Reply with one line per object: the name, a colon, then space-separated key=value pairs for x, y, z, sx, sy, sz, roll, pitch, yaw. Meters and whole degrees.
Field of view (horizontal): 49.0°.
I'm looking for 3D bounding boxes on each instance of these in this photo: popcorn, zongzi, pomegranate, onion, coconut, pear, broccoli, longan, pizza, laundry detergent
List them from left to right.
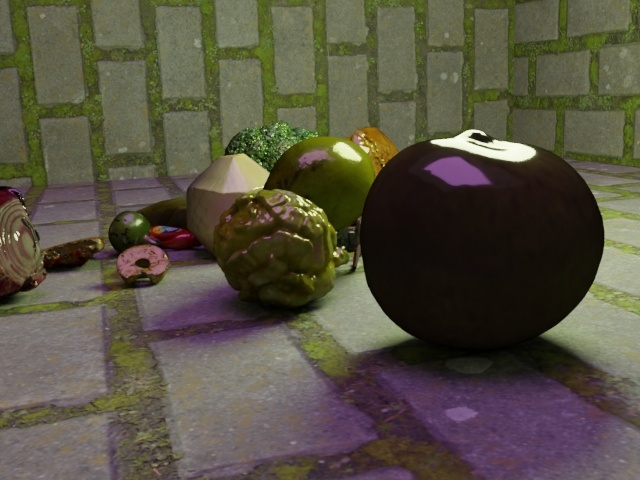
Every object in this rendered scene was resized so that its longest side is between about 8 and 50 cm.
onion: x=-0.693 y=0.020 z=1.380 sx=0.256 sy=0.272 sz=0.230 roll=-33 pitch=8 yaw=30
pizza: x=-0.615 y=0.038 z=1.670 sx=0.199 sy=0.062 sz=0.188 roll=-15 pitch=4 yaw=-25
pomegranate: x=-0.468 y=-0.012 z=1.781 sx=0.142 sy=0.114 sz=0.114 roll=26 pitch=18 yaw=9
zongzi: x=-0.414 y=-0.059 z=1.932 sx=0.256 sy=0.115 sz=0.228 roll=-5 pitch=12 yaw=-21
laundry detergent: x=-0.382 y=-0.004 z=1.835 sx=0.165 sy=0.049 sz=0.097 roll=6 pitch=26 yaw=31
coconut: x=-0.212 y=-0.093 z=1.748 sx=0.259 sy=0.259 sz=0.259 roll=-2 pitch=12 yaw=0
broccoli: x=-0.170 y=-0.197 z=2.154 sx=0.321 sy=0.310 sz=0.413 roll=11 pitch=50 yaw=20
popcorn: x=-0.077 y=0.024 z=1.302 sx=0.259 sy=0.259 sz=0.212 roll=2 pitch=37 yaw=17
pear: x=-0.005 y=-0.111 z=1.462 sx=0.269 sy=0.212 sz=0.212 roll=-33 pitch=27 yaw=-30
longan: x=0.239 y=-0.004 z=1.062 sx=0.361 sy=0.361 sz=0.361 roll=-2 pitch=12 yaw=0

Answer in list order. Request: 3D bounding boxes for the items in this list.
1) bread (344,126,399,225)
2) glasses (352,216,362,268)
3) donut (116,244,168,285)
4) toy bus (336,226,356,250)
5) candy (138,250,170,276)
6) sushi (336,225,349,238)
bread: x=0.139 y=-0.181 z=2.048 sx=0.172 sy=0.312 sz=0.312 roll=-15 pitch=4 yaw=32
glasses: x=0.124 y=-0.027 z=1.588 sx=0.095 sy=0.162 sz=0.255 roll=2 pitch=13 yaw=3
donut: x=-0.380 y=0.055 z=1.504 sx=0.108 sy=0.043 sz=0.097 roll=2 pitch=45 yaw=-8
toy bus: x=0.000 y=0.000 z=1.715 sx=0.192 sy=0.065 sz=0.077 roll=-6 pitch=5 yaw=-17
candy: x=-0.393 y=0.051 z=1.591 sx=0.103 sy=0.043 sz=0.103 roll=-2 pitch=12 yaw=0
sushi: x=-0.009 y=-0.026 z=1.621 sx=0.134 sy=0.109 sz=0.273 roll=26 pitch=37 yaw=11
